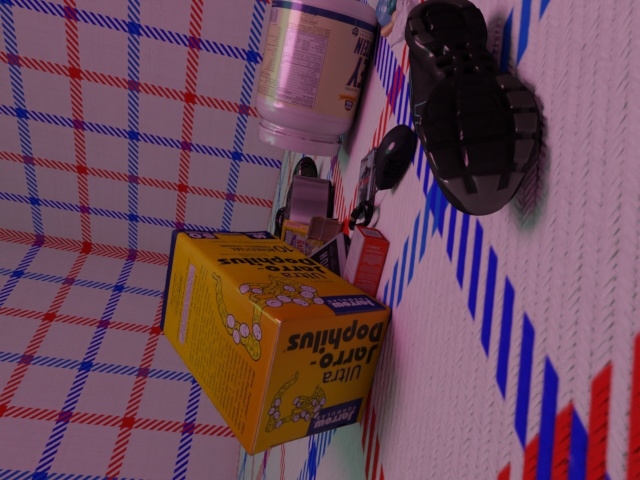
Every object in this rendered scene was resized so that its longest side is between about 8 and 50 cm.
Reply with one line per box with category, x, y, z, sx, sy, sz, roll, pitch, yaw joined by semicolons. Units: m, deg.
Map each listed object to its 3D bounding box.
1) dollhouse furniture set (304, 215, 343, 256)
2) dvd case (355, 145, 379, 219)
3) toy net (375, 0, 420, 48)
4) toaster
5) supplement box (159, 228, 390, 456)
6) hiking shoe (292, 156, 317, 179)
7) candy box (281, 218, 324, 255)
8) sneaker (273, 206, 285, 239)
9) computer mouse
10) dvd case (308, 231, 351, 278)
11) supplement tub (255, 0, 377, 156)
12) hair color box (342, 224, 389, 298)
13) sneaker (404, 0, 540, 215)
dollhouse furniture set;0.000;0.000;1.075;0.059;0.076;0.152;-95;17;-59
dvd case;0.086;-0.105;0.877;0.087;0.013;0.120;147;132;-76
toy net;0.139;-0.395;0.787;0.232;0.045;0.122;-97;21;-52
toaster;-0.035;-0.064;1.227;0.186;0.110;0.168;121;155;-63
supplement box;-0.095;0.126;0.751;0.356;0.194;0.196;29;112;48
hiking shoe;-0.039;-0.143;1.451;0.114;0.086;0.227;-153;67;-65
candy box;-0.051;0.034;1.175;0.206;0.105;0.027;102;-178;-50
sneaker;-0.146;0.016;1.833;0.130;0.108;0.287;109;177;-85
computer mouse;0.084;-0.092;0.760;0.242;0.041;0.071;117;155;-50
dvd case;-0.030;0.109;0.931;0.238;0.029;0.179;-37;33;25
supplement tub;-0.018;-0.376;1.071;0.235;0.235;0.325;-106;27;-67
hair color box;0.066;0.054;0.759;0.072;0.043;0.141;-113;35;-70
sneaker;0.140;-0.125;0.461;0.106;0.101;0.268;76;-167;-55
